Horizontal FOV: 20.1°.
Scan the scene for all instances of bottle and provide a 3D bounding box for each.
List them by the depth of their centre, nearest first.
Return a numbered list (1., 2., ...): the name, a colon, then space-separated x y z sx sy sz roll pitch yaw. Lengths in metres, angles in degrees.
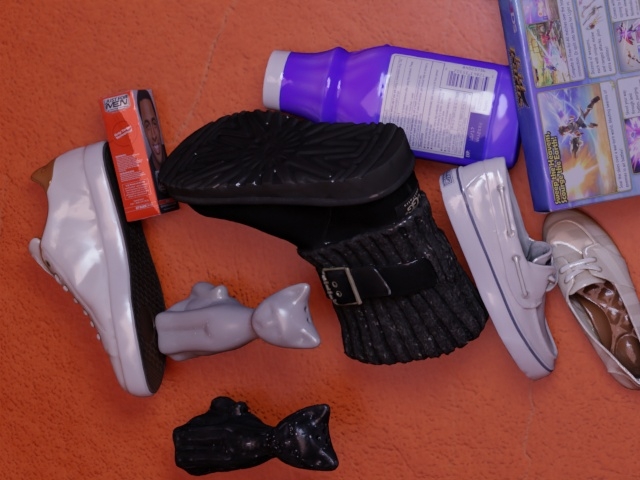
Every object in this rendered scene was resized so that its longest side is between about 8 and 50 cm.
1. bottle: 0.081 -0.150 1.949 0.282 0.092 0.118 10 92 9

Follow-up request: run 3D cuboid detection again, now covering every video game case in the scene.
1. video game case: 0.320 -0.181 1.880 0.244 0.061 0.270 -10 93 -12

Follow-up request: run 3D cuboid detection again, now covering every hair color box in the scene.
1. hair color box: -0.202 -0.096 2.013 0.043 0.072 0.141 -13 93 14

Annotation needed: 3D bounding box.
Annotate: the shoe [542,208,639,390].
1. shoe: 0.306 0.063 1.945 0.076 0.058 0.219 -29 90 11

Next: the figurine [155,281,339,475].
1. figurine: -0.070 0.148 1.955 0.209 0.092 0.215 -6 94 44

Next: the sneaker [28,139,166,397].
1. sneaker: -0.253 0.042 2.026 0.123 0.106 0.290 -16 81 15

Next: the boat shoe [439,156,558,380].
1. boat shoe: 0.210 0.032 1.916 0.084 0.095 0.258 -20 114 15

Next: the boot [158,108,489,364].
1. boot: -0.002 0.003 1.958 0.348 0.131 0.260 9 137 42
